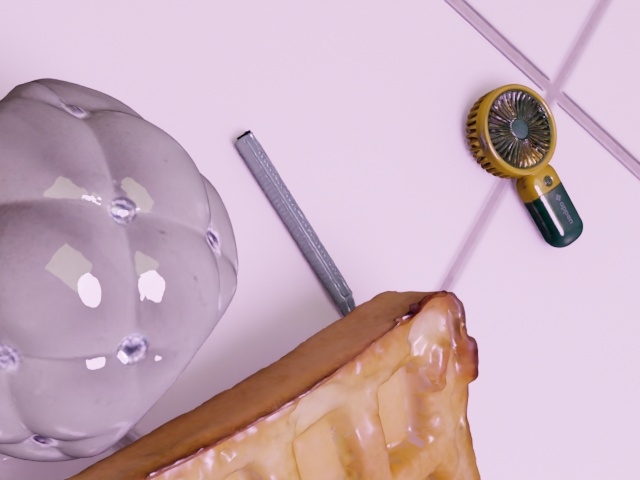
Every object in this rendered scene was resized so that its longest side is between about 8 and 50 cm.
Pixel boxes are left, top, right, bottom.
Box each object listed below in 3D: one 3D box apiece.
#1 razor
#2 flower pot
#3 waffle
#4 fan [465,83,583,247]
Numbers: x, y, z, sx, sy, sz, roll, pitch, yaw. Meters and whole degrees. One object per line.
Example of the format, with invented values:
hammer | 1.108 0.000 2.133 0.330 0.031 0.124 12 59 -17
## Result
razor | -0.005 0.003 1.135 0.211 0.036 0.084 53 37 -3
flower pot | -0.173 0.023 0.915 0.195 0.246 0.246 41 63 -7
waffle | -0.018 0.222 0.987 0.348 0.077 0.304 -29 119 -31
fan | 0.183 -0.062 1.244 0.082 0.039 0.155 -33 98 -30
